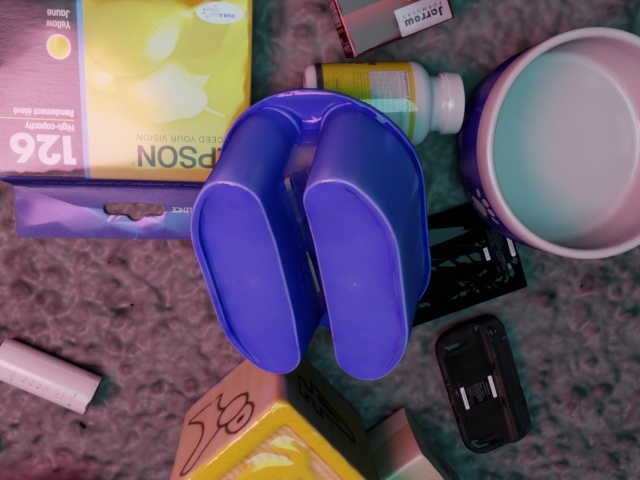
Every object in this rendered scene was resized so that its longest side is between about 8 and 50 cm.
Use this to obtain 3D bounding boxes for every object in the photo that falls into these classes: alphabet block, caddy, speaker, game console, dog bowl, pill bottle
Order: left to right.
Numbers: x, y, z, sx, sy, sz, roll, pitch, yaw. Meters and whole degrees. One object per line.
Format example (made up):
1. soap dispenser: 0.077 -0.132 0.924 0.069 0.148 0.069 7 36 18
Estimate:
1. speaker: -0.364 0.180 0.852 0.136 0.055 0.055 26 101 -10
2. alphabet block: -0.058 0.275 0.827 0.192 0.197 0.193 -42 104 7
3. caddy: 0.000 0.000 0.738 0.241 0.179 0.341 0 127 15
4. pill bottle: 0.073 -0.162 0.771 0.184 0.103 0.103 -3 105 -4
5. game console: 0.192 0.138 0.891 0.213 0.044 0.361 -19 104 1
6. dog bowl: 0.307 -0.113 0.781 0.264 0.104 0.265 -1 96 -8

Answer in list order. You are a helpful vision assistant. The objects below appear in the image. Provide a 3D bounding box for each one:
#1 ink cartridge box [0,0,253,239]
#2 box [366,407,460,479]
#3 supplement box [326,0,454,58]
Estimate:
1. ink cartridge box: -0.234 -0.144 0.772 0.303 0.072 0.307 0 102 -5
2. box: 0.043 0.398 0.905 0.311 0.121 0.148 -38 105 6
3. supplement box: 0.052 -0.347 0.738 0.130 0.073 0.240 -22 106 1
